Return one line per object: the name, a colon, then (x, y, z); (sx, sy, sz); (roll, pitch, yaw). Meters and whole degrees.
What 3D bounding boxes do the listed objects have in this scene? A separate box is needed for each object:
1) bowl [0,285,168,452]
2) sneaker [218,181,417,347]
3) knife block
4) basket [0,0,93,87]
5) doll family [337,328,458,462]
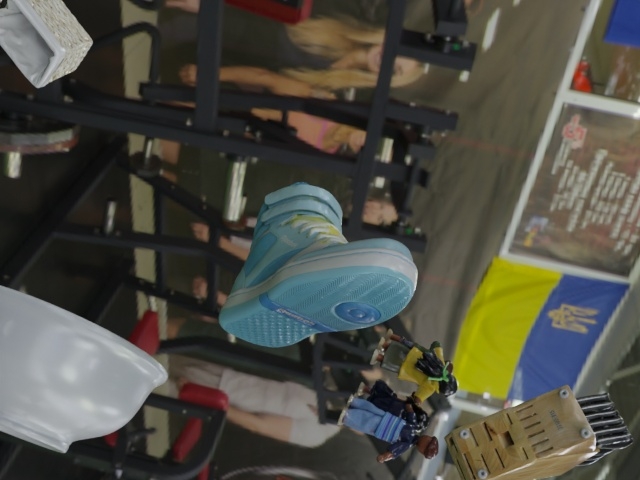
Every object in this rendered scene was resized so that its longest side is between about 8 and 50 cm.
bowl: (-0.350, 0.173, 0.919); (0.298, 0.297, 0.134); (91, 17, -65)
sneaker: (0.000, 0.000, 0.888); (0.319, 0.127, 0.208); (-21, -134, 48)
knife block: (0.353, 0.326, 1.184); (0.242, 0.275, 0.088); (60, 8, -56)
basket: (-0.521, -0.389, 1.385); (0.113, 0.167, 0.103); (-35, -175, 41)
doll family: (0.100, 0.177, 0.853); (0.193, 0.111, 0.076); (-57, 165, -32)
